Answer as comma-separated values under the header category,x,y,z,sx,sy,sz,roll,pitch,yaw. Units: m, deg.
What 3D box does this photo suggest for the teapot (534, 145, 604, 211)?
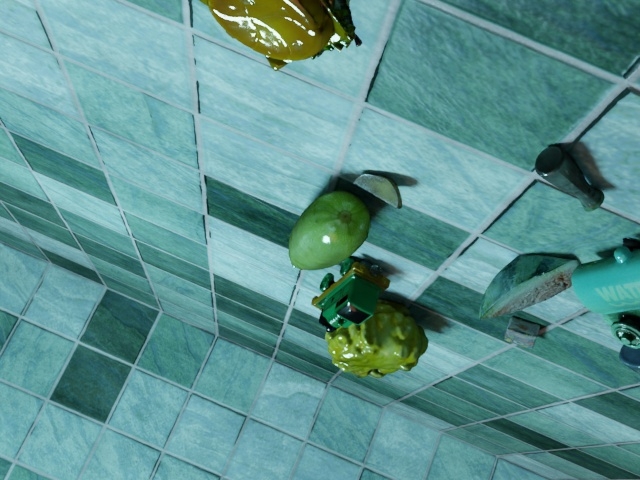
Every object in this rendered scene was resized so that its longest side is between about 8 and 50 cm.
category,x,y,z,sx,sy,sz,roll,pitch,yaw
teapot,0.313,-0.074,0.955,0.110,0.043,0.042,31,161,-34

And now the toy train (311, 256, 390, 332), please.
category,x,y,z,sx,sy,sz,roll,pitch,yaw
toy train,0.058,0.123,1.611,0.091,0.136,0.227,30,137,-16

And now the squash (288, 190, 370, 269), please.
category,x,y,z,sx,sy,sz,roll,pitch,yaw
squash,0.005,-0.006,1.395,0.118,0.118,0.370,25,165,-5

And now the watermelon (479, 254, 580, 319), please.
category,x,y,z,sx,sy,sz,roll,pitch,yaw
watermelon,0.335,0.073,1.250,0.180,0.081,0.094,-22,121,16

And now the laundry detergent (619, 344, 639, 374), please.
category,x,y,z,sx,sy,sz,roll,pitch,yaw
laundry detergent,0.641,0.247,1.405,0.206,0.061,0.096,33,157,-27

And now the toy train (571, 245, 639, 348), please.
category,x,y,z,sx,sy,sz,roll,pitch,yaw
toy train,0.462,0.067,1.062,0.159,0.101,0.248,44,157,-9

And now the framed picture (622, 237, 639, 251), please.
category,x,y,z,sx,sy,sz,roll,pitch,yaw
framed picture,0.537,0.063,1.104,0.199,0.010,0.195,14,159,26

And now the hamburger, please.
category,x,y,z,sx,sy,sz,roll,pitch,yaw
hamburger,-0.043,-0.258,0.786,0.164,0.093,0.189,3,154,41

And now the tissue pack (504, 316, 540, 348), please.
category,x,y,z,sx,sy,sz,roll,pitch,yaw
tissue pack,0.408,0.189,1.562,0.063,0.035,0.083,18,161,17

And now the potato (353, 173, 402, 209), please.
category,x,y,z,sx,sy,sz,roll,pitch,yaw
potato,0.099,-0.085,1.195,0.093,0.036,0.037,33,-154,33

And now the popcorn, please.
category,x,y,z,sx,sy,sz,roll,pitch,yaw
popcorn,0.135,0.219,1.787,0.266,0.192,0.233,8,158,-38
